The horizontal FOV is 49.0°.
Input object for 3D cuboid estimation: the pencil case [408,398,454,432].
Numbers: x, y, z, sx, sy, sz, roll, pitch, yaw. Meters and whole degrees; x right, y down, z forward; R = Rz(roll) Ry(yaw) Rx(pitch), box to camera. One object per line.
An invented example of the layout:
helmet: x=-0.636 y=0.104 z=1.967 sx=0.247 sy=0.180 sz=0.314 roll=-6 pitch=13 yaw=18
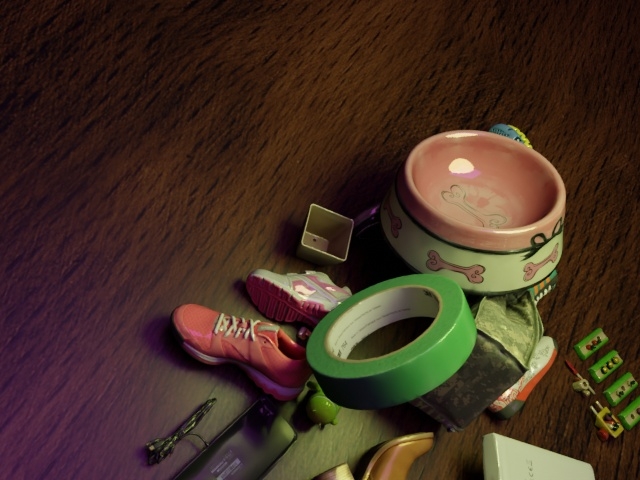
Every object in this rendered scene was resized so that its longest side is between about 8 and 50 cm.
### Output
pencil case: x=0.226 y=0.331 z=1.550 sx=0.206 sy=0.088 sz=0.086 roll=37 pitch=67 yaw=-6

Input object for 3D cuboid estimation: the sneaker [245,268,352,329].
sneaker: x=-0.040 y=0.118 z=1.528 sx=0.252 sy=0.103 sz=0.111 roll=24 pitch=42 yaw=-8

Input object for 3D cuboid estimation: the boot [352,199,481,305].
boot: x=0.265 y=0.037 z=1.682 sx=0.377 sy=0.138 sz=0.284 roll=-5 pitch=68 yaw=-36

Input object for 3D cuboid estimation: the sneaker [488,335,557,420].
sneaker: x=0.457 y=0.284 z=1.678 sx=0.145 sy=0.090 sz=0.270 roll=47 pitch=59 yaw=-1

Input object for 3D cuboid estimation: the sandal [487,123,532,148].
sandal: x=0.505 y=-0.178 z=1.906 sx=0.138 sy=0.126 sz=0.318 roll=-1 pitch=66 yaw=-21

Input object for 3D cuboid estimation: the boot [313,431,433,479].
boot: x=0.145 y=0.523 z=1.406 sx=0.283 sy=0.109 sz=0.220 roll=-18 pitch=74 yaw=-28

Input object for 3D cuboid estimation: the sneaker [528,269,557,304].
sneaker: x=0.541 y=0.115 z=1.787 sx=0.121 sy=0.108 sz=0.302 roll=32 pitch=56 yaw=-3

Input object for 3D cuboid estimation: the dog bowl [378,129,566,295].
dog bowl: x=0.336 y=-0.081 z=1.505 sx=0.407 sy=0.150 sz=0.408 roll=2 pitch=45 yaw=-2

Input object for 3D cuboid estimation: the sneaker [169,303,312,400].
sneaker: x=-0.143 y=0.193 z=1.401 sx=0.313 sy=0.136 sz=0.116 roll=30 pitch=36 yaw=-13

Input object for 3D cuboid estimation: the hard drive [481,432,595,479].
hard drive: x=0.488 y=0.570 z=1.516 sx=0.352 sy=0.047 sz=0.233 roll=24 pitch=51 yaw=-31

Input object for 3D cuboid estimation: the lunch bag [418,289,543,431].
lunch bag: x=0.342 y=0.224 z=1.490 sx=0.169 sy=0.235 sz=0.287 roll=39 pitch=33 yaw=5

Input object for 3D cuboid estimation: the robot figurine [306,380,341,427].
robot figurine: x=0.011 y=0.333 z=1.449 sx=0.101 sy=0.067 sz=0.115 roll=67 pitch=28 yaw=-18

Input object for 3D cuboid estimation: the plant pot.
plant pot: x=0.000 y=0.000 z=1.597 sx=0.109 sy=0.096 sz=0.109 roll=21 pitch=60 yaw=-14

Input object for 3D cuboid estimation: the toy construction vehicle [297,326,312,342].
toy construction vehicle: x=-0.013 y=0.234 z=1.516 sx=0.098 sy=0.035 sz=0.086 roll=39 pitch=56 yaw=-3

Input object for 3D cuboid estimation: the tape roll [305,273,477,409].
tape roll: x=0.130 y=0.183 z=1.327 sx=0.321 sy=0.321 sz=0.077 roll=-41 pitch=116 yaw=-34

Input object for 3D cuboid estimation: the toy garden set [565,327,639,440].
toy garden set: x=0.731 y=0.369 z=1.790 sx=0.203 sy=0.049 sz=0.244 roll=-25 pitch=79 yaw=-32

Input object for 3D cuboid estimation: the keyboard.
keyboard: x=-0.205 y=0.411 z=1.347 sx=0.317 sy=0.033 sz=0.202 roll=-39 pitch=91 yaw=-34
